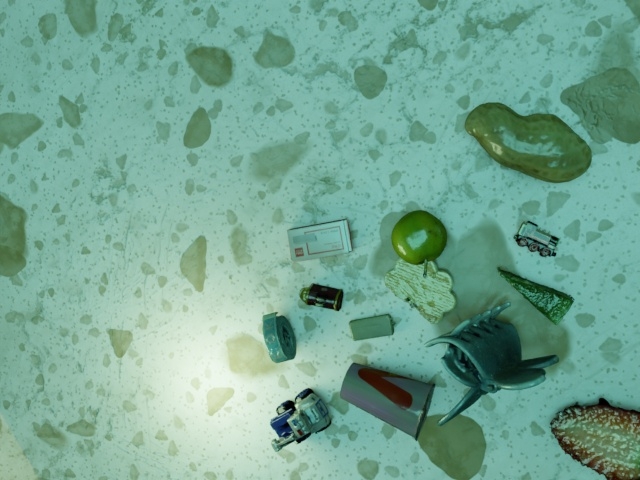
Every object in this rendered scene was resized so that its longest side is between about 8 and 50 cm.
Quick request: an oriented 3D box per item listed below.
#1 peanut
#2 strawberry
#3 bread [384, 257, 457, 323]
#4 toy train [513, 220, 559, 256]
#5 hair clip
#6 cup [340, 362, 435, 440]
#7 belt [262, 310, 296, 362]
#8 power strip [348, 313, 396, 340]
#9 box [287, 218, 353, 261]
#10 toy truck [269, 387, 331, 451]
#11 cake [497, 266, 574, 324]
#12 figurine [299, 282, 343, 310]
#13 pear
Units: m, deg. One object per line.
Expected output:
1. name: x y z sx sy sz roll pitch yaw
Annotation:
1. peanut: 0.628 -0.306 1.614 0.387 0.169 0.192 26 96 13
2. strawberry: 0.896 0.614 1.659 0.306 0.138 0.233 23 82 38
3. bread: 0.350 0.154 1.804 0.251 0.039 0.182 39 104 10
4. toy train: 0.689 -0.002 1.685 0.138 0.050 0.087 26 98 12
5. hair clip: 0.511 0.353 1.627 0.392 0.318 0.238 -45 66 43
6. cup: 0.224 0.528 1.809 0.288 0.203 0.203 16 99 21
7. belt: -0.150 0.356 1.919 0.082 0.147 0.163 -16 62 20
8. power strip: 0.186 0.306 1.872 0.169 0.028 0.076 -12 91 19
9. box: 0.000 0.000 1.887 0.229 0.050 0.123 -9 93 17
10. toy truck: -0.080 0.652 1.906 0.213 0.177 0.161 -34 84 17
11. cake: 0.660 0.175 1.683 0.235 0.100 0.099 23 101 13
12. figurine: -0.004 0.208 1.884 0.154 0.098 0.082 10 101 13
13. pear: 0.327 0.012 1.722 0.180 0.166 0.216 -14 65 -2
